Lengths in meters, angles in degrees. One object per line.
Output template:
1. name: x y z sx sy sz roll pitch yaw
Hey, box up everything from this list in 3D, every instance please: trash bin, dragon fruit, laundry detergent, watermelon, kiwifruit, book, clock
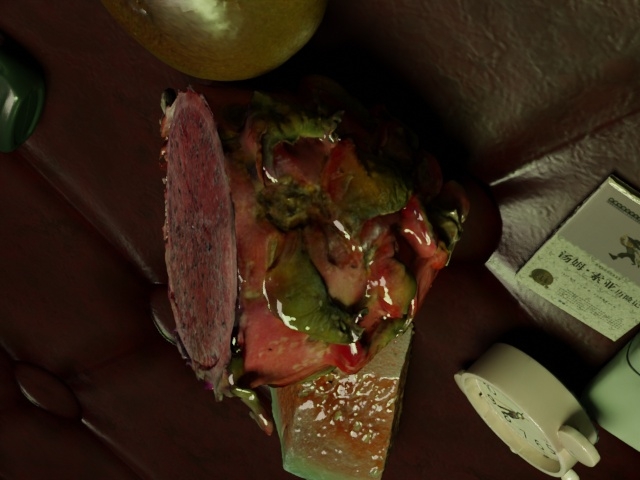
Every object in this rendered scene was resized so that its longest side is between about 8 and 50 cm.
1. trash bin: 0.344 0.156 1.087 0.116 0.059 0.130 34 143 5
2. dragon fruit: 0.000 0.000 1.020 0.296 0.263 0.314 -177 83 -68
3. laundry detergent: -0.436 -0.209 1.273 0.222 0.078 0.144 36 140 3
4. watermelon: 0.029 0.179 1.318 0.193 0.139 0.256 25 134 1
5. kiwifruit: -0.096 -0.241 0.893 0.196 0.196 0.234 -7 133 41
6. book: 0.280 0.023 1.028 0.127 0.014 0.181 34 142 0
7. clock: 0.228 0.182 1.162 0.155 0.063 0.229 55 166 -26

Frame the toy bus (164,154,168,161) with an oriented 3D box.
1. toy bus: -0.070 -0.033 1.189 0.235 0.073 0.096 48 134 -14
